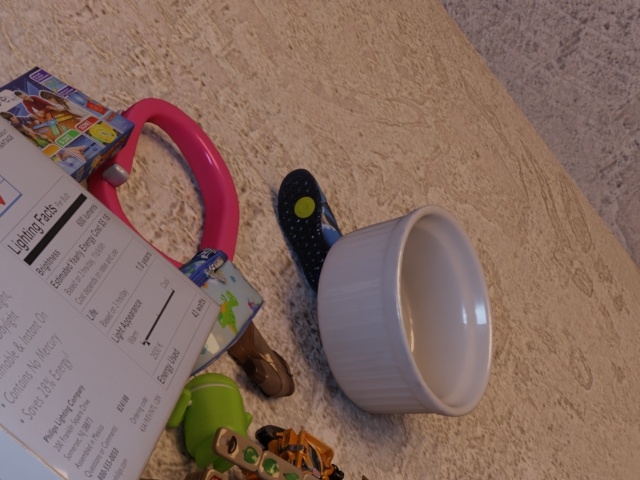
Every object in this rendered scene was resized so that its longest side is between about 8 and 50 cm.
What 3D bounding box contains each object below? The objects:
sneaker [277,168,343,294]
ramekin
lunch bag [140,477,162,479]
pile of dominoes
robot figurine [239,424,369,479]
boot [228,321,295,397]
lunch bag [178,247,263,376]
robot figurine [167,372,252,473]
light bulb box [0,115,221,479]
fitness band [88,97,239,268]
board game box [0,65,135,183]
[{"bbox_3d":[0.000,0.000,2.021,0.082,0.069,0.209,34,31,-61],"label":"sneaker"},{"bbox_3d":[0.111,0.100,1.922,0.277,0.135,0.277,28,57,-54],"label":"ramekin"},{"bbox_3d":[-0.084,0.363,1.224,0.305,0.212,0.256,53,5,-34],"label":"lunch bag"},{"bbox_3d":[-0.039,0.317,1.471,0.251,0.040,0.196,34,57,-29],"label":"pile of dominoes"},{"bbox_3d":[0.024,0.325,1.635,0.291,0.085,0.211,45,27,-23],"label":"robot figurine"},{"bbox_3d":[-0.072,0.136,1.756,0.087,0.042,0.118,30,36,-54],"label":"boot"},{"bbox_3d":[-0.168,0.106,1.397,0.090,0.219,0.176,52,26,-6],"label":"lunch bag"},{"bbox_3d":[-0.114,0.192,1.570,0.101,0.067,0.115,24,39,-36],"label":"robot figurine"},{"bbox_3d":[-0.303,0.072,1.087,0.361,0.225,0.358,41,20,-8],"label":"light bulb box"},{"bbox_3d":[-0.182,-0.055,1.767,0.209,0.054,0.291,44,29,-25],"label":"fitness band"},{"bbox_3d":[-0.301,-0.119,1.590,0.136,0.035,0.201,31,26,3],"label":"board game box"}]
